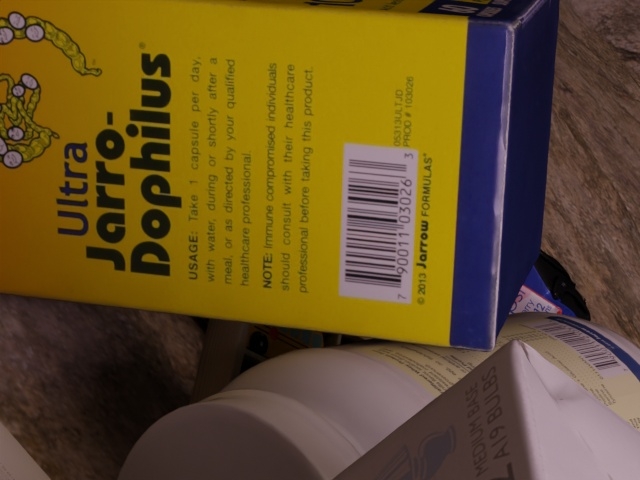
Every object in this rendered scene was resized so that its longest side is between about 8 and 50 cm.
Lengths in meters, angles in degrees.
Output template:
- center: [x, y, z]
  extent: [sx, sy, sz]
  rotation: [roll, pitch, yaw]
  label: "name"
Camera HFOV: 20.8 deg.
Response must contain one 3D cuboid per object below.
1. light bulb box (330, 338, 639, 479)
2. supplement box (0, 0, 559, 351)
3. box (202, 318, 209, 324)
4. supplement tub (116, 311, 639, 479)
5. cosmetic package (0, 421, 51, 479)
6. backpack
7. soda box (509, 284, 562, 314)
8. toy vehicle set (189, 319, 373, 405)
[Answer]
- center: [0.038, 0.301, 0.683]
  extent: [0.225, 0.361, 0.358]
  rotation: [38, 25, -25]
  label: "light bulb box"
- center: [-0.046, -0.070, 1.076]
  extent: [0.194, 0.357, 0.195]
  rotation: [-49, 142, -68]
  label: "supplement box"
- center: [0.000, 0.000, 1.373]
  extent: [0.163, 0.142, 0.247]
  rotation: [48, 21, -1]
  label: "box"
- center: [0.058, 0.172, 1.042]
  extent: [0.325, 0.235, 0.235]
  rotation: [-6, 58, -47]
  label: "supplement tub"
- center: [-0.237, 0.086, 0.892]
  extent: [0.239, 0.060, 0.099]
  rotation: [49, 20, -2]
  label: "cosmetic package"
- center: [0.201, 0.059, 1.715]
  extent: [0.120, 0.101, 0.098]
  rotation: [28, 33, -51]
  label: "backpack"
- center: [0.126, 0.071, 1.415]
  extent: [0.092, 0.083, 0.263]
  rotation: [33, -3, 3]
  label: "soda box"
- center: [0.016, 0.146, 1.202]
  extent: [0.267, 0.035, 0.166]
  rotation: [29, 63, -41]
  label: "toy vehicle set"
